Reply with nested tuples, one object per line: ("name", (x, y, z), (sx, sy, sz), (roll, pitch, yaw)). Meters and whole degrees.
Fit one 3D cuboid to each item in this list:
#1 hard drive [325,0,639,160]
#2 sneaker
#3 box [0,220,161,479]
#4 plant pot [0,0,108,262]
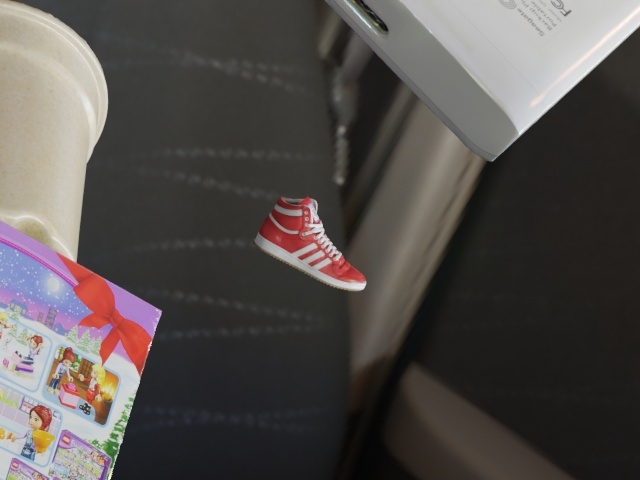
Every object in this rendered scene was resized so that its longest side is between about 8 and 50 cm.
("hard drive", (0.125, -0.221, 1.067), (0.233, 0.047, 0.353), (46, 48, 3))
("sneaker", (0.000, 0.000, 1.591), (0.118, 0.067, 0.042), (26, 13, 0))
("box", (-0.250, 0.073, 0.998), (0.293, 0.201, 0.057), (33, -31, -32))
("plant pot", (-0.406, -0.060, 1.891), (0.334, 0.334, 0.305), (21, 39, -31))
